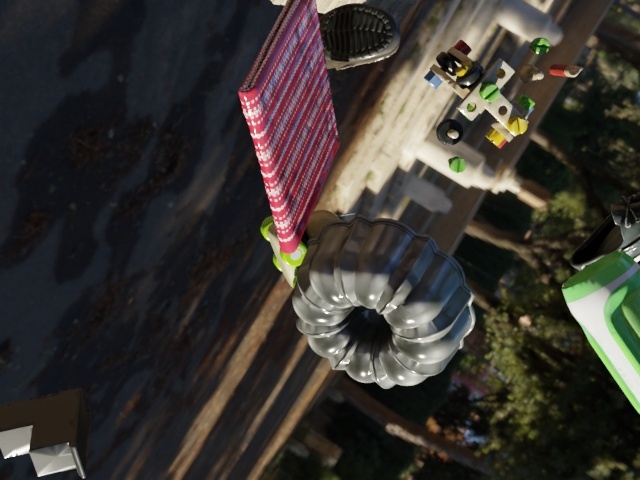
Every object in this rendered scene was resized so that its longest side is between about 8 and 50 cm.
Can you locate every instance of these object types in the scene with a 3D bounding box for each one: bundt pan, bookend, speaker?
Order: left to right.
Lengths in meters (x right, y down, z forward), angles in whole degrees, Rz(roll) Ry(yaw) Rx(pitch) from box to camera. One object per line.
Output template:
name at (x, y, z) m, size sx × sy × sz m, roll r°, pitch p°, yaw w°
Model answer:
bookend at (-0.484, 0.343, 1.327) m, size 0.157 × 0.156 × 0.072 m, roll -116°, pitch -163°, yaw -60°
bundt pan at (0.091, 0.126, 1.326) m, size 0.124 × 0.331 × 0.331 m, roll -53°, pitch 172°, yaw -45°
speaker at (0.494, 0.166, 1.166) m, size 0.131 × 0.296 × 0.131 m, roll -33°, pitch 175°, yaw -3°

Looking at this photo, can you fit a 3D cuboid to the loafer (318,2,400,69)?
loafer at (0.028, -0.286, 1.106) m, size 0.078 × 0.220 × 0.080 m, roll 3°, pitch 92°, yaw -52°

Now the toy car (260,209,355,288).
toy car at (0.000, 0.000, 1.532) m, size 0.188 × 0.149 × 0.155 m, roll -26°, pitch -151°, yaw -10°

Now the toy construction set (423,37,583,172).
toy construction set at (0.383, -0.301, 1.571) m, size 0.309 × 0.257 × 0.237 m, roll -24°, pitch -165°, yaw 1°

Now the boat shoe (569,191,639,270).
boat shoe at (0.659, -0.035, 1.658) m, size 0.340 × 0.113 × 0.127 m, roll 122°, pitch -15°, yaw -48°

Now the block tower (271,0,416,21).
block tower at (0.038, -0.430, 1.277) m, size 0.335 × 0.097 × 0.091 m, roll -10°, pitch 151°, yaw -50°

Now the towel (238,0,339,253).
towel at (-0.032, -0.136, 0.908) m, size 0.275 × 0.031 × 0.199 m, roll 78°, pitch 27°, yaw -52°
